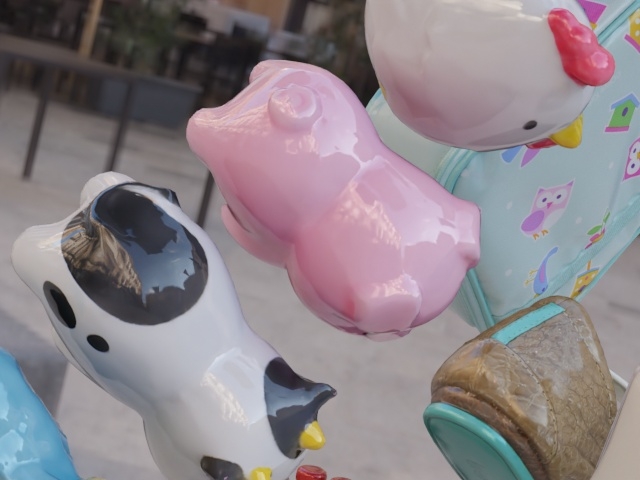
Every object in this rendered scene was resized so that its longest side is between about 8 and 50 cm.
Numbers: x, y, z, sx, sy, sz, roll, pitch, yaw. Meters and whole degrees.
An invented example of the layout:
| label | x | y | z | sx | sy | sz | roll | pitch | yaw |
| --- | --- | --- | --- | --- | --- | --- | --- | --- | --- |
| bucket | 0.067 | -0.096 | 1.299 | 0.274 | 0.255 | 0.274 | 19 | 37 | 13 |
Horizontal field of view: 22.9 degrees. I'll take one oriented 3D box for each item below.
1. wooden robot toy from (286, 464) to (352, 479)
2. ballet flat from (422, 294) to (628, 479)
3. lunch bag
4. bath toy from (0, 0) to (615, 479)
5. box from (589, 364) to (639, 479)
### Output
| label | x | y | z | sx | sy | sz | roll | pitch | yaw |
| --- | --- | --- | --- | --- | --- | --- | --- | --- | --- |
| wooden robot toy | -0.023 | 0.193 | 1.039 | 0.173 | 0.076 | 0.079 | 16 | 19 | 28 |
| ballet flat | 0.155 | 0.156 | 0.919 | 0.116 | 0.124 | 0.342 | 23 | -31 | 42 |
| lunch bag | 0.168 | -0.075 | 1.045 | 0.108 | 0.279 | 0.224 | 38 | -16 | 40 |
| bath toy | 0.000 | 0.000 | 0.678 | 0.129 | 0.348 | 0.151 | 24 | -29 | 50 |
| box | 0.265 | 0.157 | 0.658 | 0.311 | 0.148 | 0.121 | 8 | 25 | -16 |
